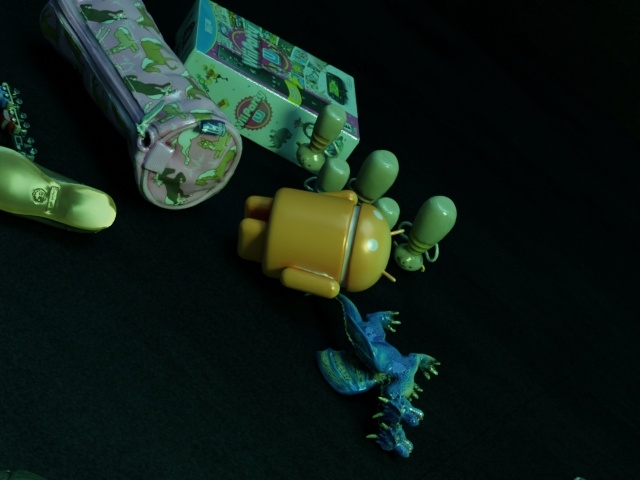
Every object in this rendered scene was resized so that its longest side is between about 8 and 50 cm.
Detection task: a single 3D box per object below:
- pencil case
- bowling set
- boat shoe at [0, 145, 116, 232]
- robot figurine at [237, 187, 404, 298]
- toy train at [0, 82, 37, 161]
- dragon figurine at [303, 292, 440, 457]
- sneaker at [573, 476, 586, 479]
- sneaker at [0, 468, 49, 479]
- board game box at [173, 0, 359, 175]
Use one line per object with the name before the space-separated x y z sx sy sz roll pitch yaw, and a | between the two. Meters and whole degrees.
pencil case | -0.257 -0.220 1.988 0.160 0.167 0.386 -20 53 -21
bowling set | 0.035 -0.045 2.104 0.287 0.154 0.200 43 46 11
boat shoe | -0.352 -0.058 1.715 0.207 0.073 0.073 26 -10 -27
robot figurine | 0.000 -0.002 1.921 0.220 0.128 0.158 11 11 2
toy train | -0.402 -0.153 1.849 0.036 0.027 0.158 5 39 -29
dragon figurine | 0.055 0.149 1.831 0.144 0.085 0.289 -4 48 -53
sneaker | 0.331 0.341 1.897 0.044 0.040 0.109 38 26 8
sneaker | -0.298 0.234 1.304 0.170 0.051 0.089 10 -6 3
board game box | -0.090 -0.249 2.301 0.303 0.097 0.224 26 28 -18
